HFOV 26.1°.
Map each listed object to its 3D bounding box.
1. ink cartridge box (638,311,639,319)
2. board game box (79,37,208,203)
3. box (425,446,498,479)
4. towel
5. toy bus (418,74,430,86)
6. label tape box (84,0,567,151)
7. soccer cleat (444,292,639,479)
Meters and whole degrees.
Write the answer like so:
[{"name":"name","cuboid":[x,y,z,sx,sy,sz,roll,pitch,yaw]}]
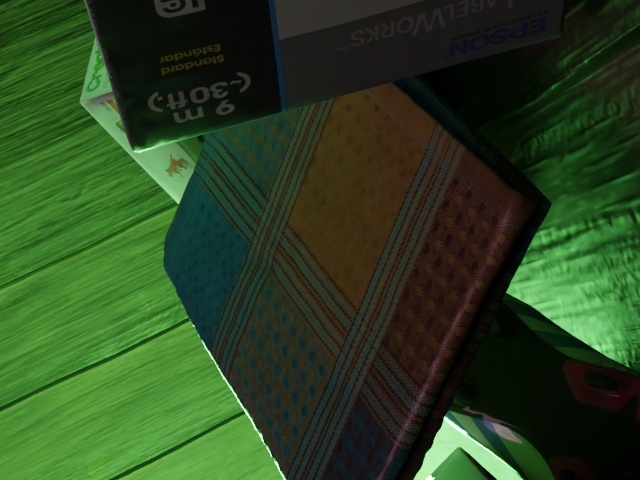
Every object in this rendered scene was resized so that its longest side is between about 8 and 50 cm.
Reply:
[{"name":"ink cartridge box","cuboid":[0.175,0.069,0.355,0.224,0.045,0.223,65,164,-14]},{"name":"board game box","cuboid":[-0.087,-0.110,1.210,0.305,0.053,0.193,49,-142,-45]},{"name":"box","cuboid":[0.162,0.312,0.846,0.345,0.168,0.215,43,178,3]},{"name":"towel","cuboid":[0.000,0.000,0.921,0.370,0.040,0.271,51,125,51]},{"name":"toy bus","cuboid":[0.027,-0.072,1.057,0.220,0.149,0.211,-124,27,-46]},{"name":"label tape box","cuboid":[0.001,-0.144,0.694,0.334,0.240,0.106,84,169,-61]},{"name":"soccer cleat","cuboid":[0.185,0.130,0.892,0.143,0.116,0.331,26,-169,-48]}]
